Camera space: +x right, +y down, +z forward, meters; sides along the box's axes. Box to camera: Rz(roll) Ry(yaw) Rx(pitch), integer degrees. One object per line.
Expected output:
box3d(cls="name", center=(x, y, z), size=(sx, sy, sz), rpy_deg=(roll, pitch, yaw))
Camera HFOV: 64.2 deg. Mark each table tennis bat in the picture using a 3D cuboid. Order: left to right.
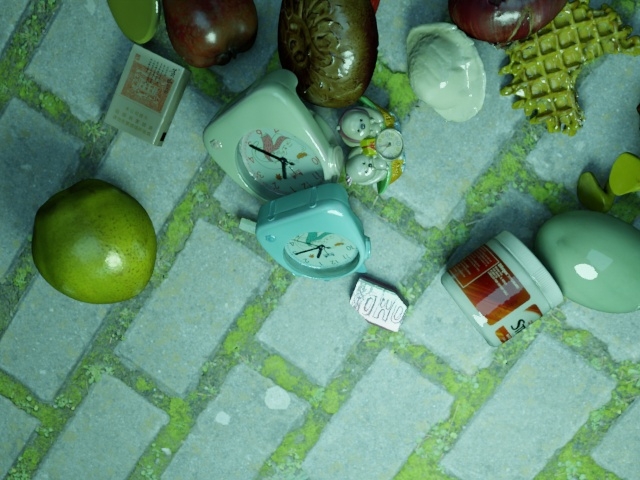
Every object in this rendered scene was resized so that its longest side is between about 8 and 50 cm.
box3d(cls="table tennis bat", center=(-0.462, -0.619, 1.155), size=(0.369, 0.054, 0.224), rpy_deg=(56, 139, 9))

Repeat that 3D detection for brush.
box3d(cls="brush", center=(-0.117, -0.013, 1.260), size=(0.178, 0.030, 0.033), rpy_deg=(22, 92, -9))

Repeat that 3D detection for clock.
box3d(cls="clock", center=(-0.080, -0.190, 1.135), size=(0.265, 0.109, 0.324), rpy_deg=(-22, 122, 37))
box3d(cls="clock", center=(0.000, 0.000, 1.167), size=(0.223, 0.094, 0.274), rpy_deg=(-14, 139, 22))
box3d(cls="clock", center=(0.111, -0.216, 1.159), size=(0.144, 0.103, 0.231), rpy_deg=(-14, 96, -18))

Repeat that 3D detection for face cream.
box3d(cls="face cream", center=(0.399, 0.109, 1.141), size=(0.187, 0.201, 0.201), rpy_deg=(-38, 93, 8))

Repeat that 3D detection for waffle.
box3d(cls="waffle", center=(0.540, -0.399, 1.127), size=(0.259, 0.069, 0.293), rpy_deg=(33, 98, -1))

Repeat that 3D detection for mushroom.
box3d(cls="mushroom", center=(0.005, -0.423, 1.075), size=(0.163, 0.278, 0.297), rpy_deg=(-13, 136, -20))

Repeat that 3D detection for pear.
box3d(cls="pear", center=(-0.516, 0.013, 1.180), size=(0.294, 0.294, 0.294), rpy_deg=(1, 98, 5))

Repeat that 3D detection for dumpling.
box3d(cls="dumpling", center=(0.276, -0.376, 1.110), size=(0.166, 0.126, 0.216), rpy_deg=(-19, 79, 50))

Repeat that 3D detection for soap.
box3d(cls="soap", center=(0.146, 0.157, 1.244), size=(0.149, 0.056, 0.100), rpy_deg=(23, 102, 2))

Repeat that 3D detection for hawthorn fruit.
box3d(cls="hawthorn fruit", center=(-0.257, -0.510, 1.111), size=(0.208, 0.208, 0.248), rpy_deg=(-31, 103, 8))

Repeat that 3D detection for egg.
box3d(cls="egg", center=(0.605, 0.046, 1.113), size=(0.282, 0.203, 0.203), rpy_deg=(33, 99, 1))

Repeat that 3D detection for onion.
box3d(cls="onion", center=(0.391, -0.503, 1.062), size=(0.248, 0.161, 0.248), rpy_deg=(-5, 64, 10))

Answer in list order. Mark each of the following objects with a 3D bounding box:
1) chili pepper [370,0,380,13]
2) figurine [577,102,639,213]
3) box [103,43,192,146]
box3d(cls="chili pepper", center=(0.072, -0.625, 1.129), size=(0.137, 0.092, 0.369), rpy_deg=(-10, 94, 22))
box3d(cls="figurine", center=(0.768, -0.209, 1.110), size=(0.338, 0.204, 0.284), rpy_deg=(-3, 91, -7))
box3d(cls="box", center=(-0.413, -0.345, 1.222), size=(0.141, 0.058, 0.201), rpy_deg=(27, 99, 1))
